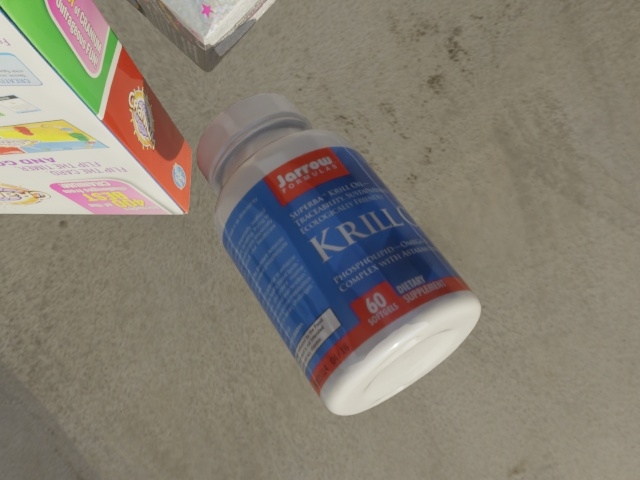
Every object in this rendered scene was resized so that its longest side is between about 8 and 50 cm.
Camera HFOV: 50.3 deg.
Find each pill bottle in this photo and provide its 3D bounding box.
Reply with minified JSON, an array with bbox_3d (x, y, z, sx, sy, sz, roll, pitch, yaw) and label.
[{"bbox_3d":[0.000,0.000,0.487,0.124,0.124,0.221,-36,65,-1],"label":"pill bottle"}]

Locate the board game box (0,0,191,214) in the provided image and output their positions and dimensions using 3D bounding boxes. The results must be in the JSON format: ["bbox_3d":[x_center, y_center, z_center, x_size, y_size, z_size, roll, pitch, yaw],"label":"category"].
[{"bbox_3d":[-0.246,-0.094,0.460,0.243,0.316,0.064,0,75,4],"label":"board game box"}]

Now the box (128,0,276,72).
[{"bbox_3d":[-0.048,-0.264,0.486,0.142,0.163,0.247,41,89,-11],"label":"box"}]
